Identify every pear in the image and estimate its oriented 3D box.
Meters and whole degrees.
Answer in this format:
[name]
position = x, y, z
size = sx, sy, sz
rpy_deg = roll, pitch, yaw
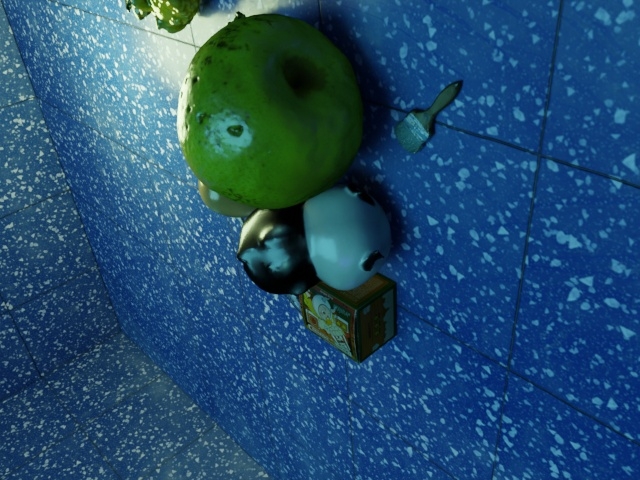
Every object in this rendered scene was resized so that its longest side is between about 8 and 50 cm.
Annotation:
[pear]
position = -0.108, -0.232, 1.202
size = 0.391, 0.391, 0.390
rpy_deg = 34, 140, 34

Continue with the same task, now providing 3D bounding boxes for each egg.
[egg]
position = -0.193, -0.158, 1.498
size = 0.201, 0.244, 0.201
rpy_deg = 23, 134, 26

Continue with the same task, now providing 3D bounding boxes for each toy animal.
[toy animal]
position = 0.000, 0.000, 1.340
size = 0.310, 0.251, 0.250
rpy_deg = -17, 103, 29

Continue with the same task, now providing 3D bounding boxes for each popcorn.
[popcorn]
position = -0.380, -0.599, 1.442
size = 0.218, 0.170, 0.189
rpy_deg = 52, 146, 22

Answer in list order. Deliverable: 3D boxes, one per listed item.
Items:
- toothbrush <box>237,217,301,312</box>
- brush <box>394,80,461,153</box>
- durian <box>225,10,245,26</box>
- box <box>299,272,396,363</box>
[toothbrush]
position = -0.158, 0.048, 1.806
size = 0.035, 0.042, 0.413
rpy_deg = -32, 90, 21
[brush]
position = 0.198, -0.229, 1.106
size = 0.070, 0.021, 0.196
rpy_deg = 55, 146, 7
[durian]
position = -0.239, -0.379, 1.409
size = 0.163, 0.198, 0.394
rpy_deg = 54, 146, 10
[box]
position = 0.066, 0.164, 1.490
size = 0.195, 0.148, 0.177
rpy_deg = 29, 136, 38
